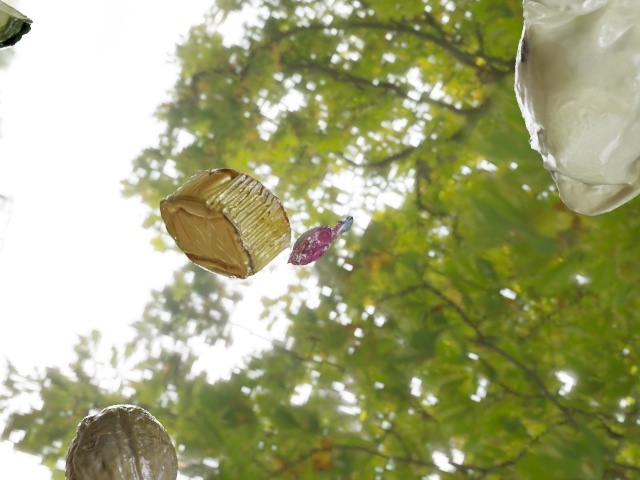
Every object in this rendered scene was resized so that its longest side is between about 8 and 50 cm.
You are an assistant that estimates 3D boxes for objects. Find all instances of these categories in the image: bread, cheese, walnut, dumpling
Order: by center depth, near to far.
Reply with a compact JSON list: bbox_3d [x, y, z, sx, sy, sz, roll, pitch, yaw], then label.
[{"bbox_3d":[0.365,-0.191,1.338,0.243,0.318,0.187,-9,-145,22],"label":"dumpling"},{"bbox_3d":[-0.124,-0.028,1.454,0.191,0.132,0.114,9,-137,45],"label":"bread"},{"bbox_3d":[-0.301,0.337,1.619,0.178,0.178,0.230,-61,-151,10],"label":"walnut"},{"bbox_3d":[0.000,0.000,1.811,0.038,0.145,0.095,48,-35,19],"label":"cheese"}]

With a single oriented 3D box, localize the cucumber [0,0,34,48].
[{"bbox_3d":[-0.573,-0.348,1.626,0.105,0.325,0.145,-69,163,9],"label":"cucumber"}]
